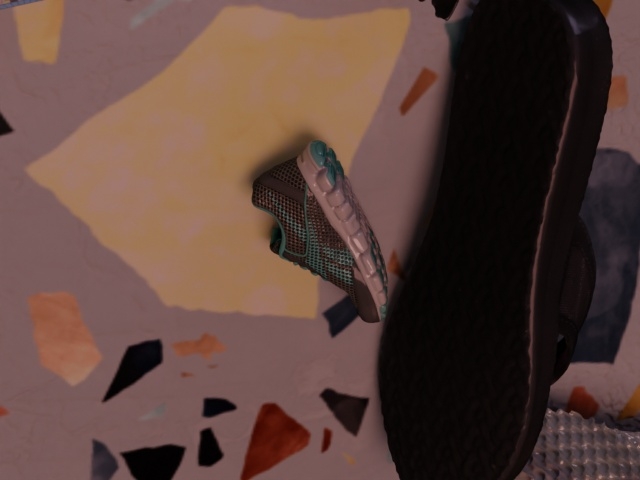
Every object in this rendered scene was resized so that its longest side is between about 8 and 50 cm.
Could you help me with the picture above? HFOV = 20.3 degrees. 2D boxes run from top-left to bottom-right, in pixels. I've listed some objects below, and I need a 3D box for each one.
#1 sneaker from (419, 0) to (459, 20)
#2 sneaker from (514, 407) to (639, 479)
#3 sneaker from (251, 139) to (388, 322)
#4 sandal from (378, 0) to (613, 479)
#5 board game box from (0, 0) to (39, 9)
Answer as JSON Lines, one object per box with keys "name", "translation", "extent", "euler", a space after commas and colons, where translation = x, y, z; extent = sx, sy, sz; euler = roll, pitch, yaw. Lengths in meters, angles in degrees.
{"name": "sneaker", "translation": [0.119, -0.240, 1.259], "extent": [0.051, 0.089, 0.170], "euler": [36, 103, -31]}
{"name": "sneaker", "translation": [0.243, 0.235, 1.540], "extent": [0.293, 0.102, 0.146], "euler": [8, 120, -33]}
{"name": "sneaker", "translation": [0.000, 0.000, 1.379], "extent": [0.076, 0.065, 0.166], "euler": [-20, 120, 12]}
{"name": "sandal", "translation": [0.156, 0.019, 1.380], "extent": [0.107, 0.167, 0.445], "euler": [-6, 121, -35]}
{"name": "board game box", "translation": [-0.210, -0.232, 1.190], "extent": [0.103, 0.026, 0.154], "euler": [-14, 121, -11]}
